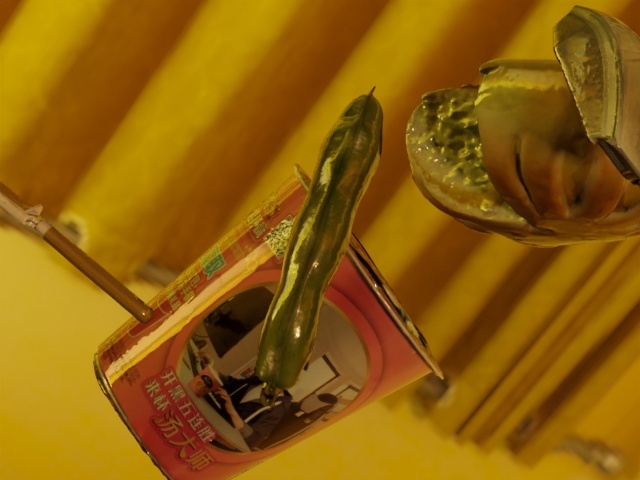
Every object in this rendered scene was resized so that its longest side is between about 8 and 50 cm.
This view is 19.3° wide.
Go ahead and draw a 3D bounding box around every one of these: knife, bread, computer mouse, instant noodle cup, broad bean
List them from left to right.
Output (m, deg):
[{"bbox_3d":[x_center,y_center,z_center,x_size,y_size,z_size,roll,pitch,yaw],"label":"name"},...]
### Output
[{"bbox_3d":[-0.228,-0.022,1.456,0.256,0.022,0.046,39,-173,7],"label":"knife"},{"bbox_3d":[-0.055,0.092,1.659,0.244,0.255,0.244,56,-177,-5],"label":"instant noodle cup"},{"bbox_3d":[0.000,-0.001,1.386,0.046,0.254,0.065,17,167,8],"label":"broad bean"},{"bbox_3d":[0.260,-0.080,2.031,0.333,0.333,0.160,20,-109,-31],"label":"bread"},{"bbox_3d":[0.289,-0.138,1.777,0.126,0.071,0.231,38,-150,-43],"label":"computer mouse"}]
